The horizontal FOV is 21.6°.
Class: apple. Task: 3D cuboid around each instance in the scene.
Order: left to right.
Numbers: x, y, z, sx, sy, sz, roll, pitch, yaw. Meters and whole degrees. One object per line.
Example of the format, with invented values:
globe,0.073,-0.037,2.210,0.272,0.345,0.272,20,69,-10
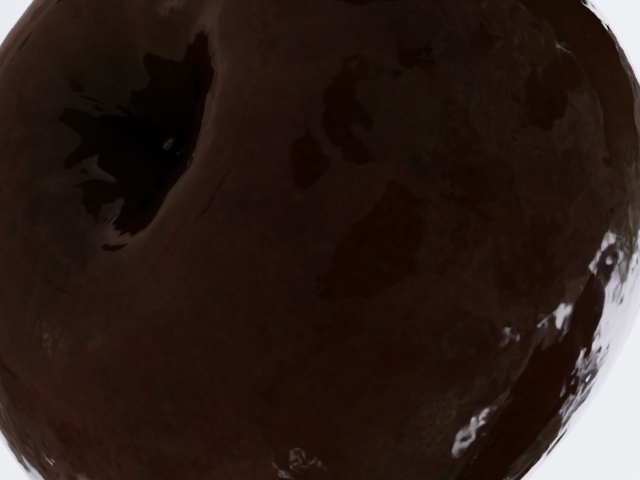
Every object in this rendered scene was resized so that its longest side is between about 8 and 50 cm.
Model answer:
apple,0.000,0.000,0.592,0.253,0.253,0.254,-16,-122,27
